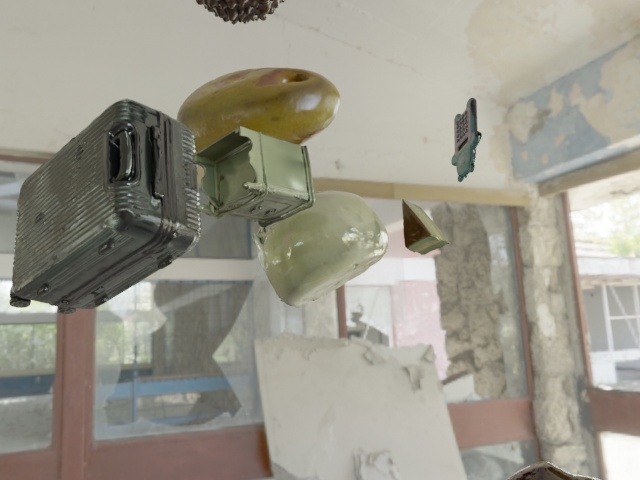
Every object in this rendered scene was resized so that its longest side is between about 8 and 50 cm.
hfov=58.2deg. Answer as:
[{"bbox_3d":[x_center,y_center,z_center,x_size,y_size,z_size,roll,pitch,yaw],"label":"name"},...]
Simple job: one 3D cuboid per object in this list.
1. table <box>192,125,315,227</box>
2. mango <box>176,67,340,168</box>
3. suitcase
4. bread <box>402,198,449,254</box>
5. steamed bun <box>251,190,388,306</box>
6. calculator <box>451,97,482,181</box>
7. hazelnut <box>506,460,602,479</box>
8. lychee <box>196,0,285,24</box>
[{"bbox_3d":[-0.063,-0.056,0.536,0.079,0.063,0.083,-21,-20,39],"label":"table"},{"bbox_3d":[-0.127,-0.241,1.149,0.364,0.182,0.253,-3,32,27],"label":"mango"},{"bbox_3d":[-0.294,-0.034,0.768,0.312,0.202,0.128,-28,-31,33],"label":"suitcase"},{"bbox_3d":[0.249,-0.047,1.376,0.074,0.139,0.084,21,-34,-33],"label":"bread"},{"bbox_3d":[0.000,0.000,1.426,0.311,0.233,0.334,-31,-10,-2],"label":"steamed bun"},{"bbox_3d":[0.243,-0.167,0.967,0.019,0.141,0.094,9,-24,-11],"label":"calculator"},{"bbox_3d":[0.367,0.454,0.849,0.218,0.218,0.234,6,20,-41],"label":"hazelnut"},{"bbox_3d":[-0.097,-0.365,0.651,0.199,0.200,0.238,-2,-24,-5],"label":"lychee"}]
